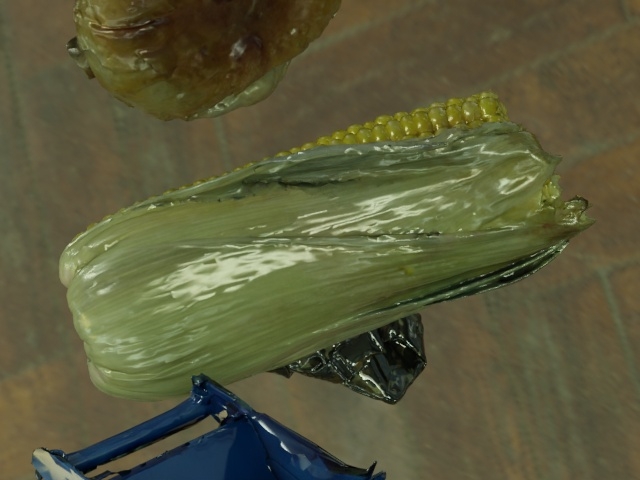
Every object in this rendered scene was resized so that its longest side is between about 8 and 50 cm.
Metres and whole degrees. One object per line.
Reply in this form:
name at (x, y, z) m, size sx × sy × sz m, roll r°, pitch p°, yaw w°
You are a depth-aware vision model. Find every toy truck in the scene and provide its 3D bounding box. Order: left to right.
toy truck at (-0.078, 0.145, 0.847) m, size 0.126 × 0.113 × 0.208 m, roll 53°, pitch 127°, yaw 12°

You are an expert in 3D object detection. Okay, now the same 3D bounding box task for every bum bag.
bum bag at (-0.016, 0.091, 1.829) m, size 0.248 × 0.069 × 0.102 m, roll 13°, pitch 67°, yaw -4°

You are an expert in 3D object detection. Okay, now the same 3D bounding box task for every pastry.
pastry at (-0.083, -0.197, 1.431) m, size 0.100 × 0.218 × 0.229 m, roll 26°, pitch 124°, yaw 51°

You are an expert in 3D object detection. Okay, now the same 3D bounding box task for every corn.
corn at (0.001, 0.003, 1.108) m, size 0.305 × 0.122 × 0.123 m, roll -20°, pitch 94°, yaw 0°
